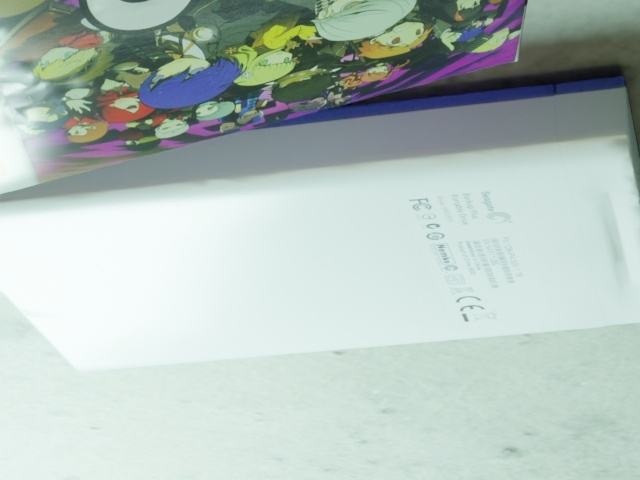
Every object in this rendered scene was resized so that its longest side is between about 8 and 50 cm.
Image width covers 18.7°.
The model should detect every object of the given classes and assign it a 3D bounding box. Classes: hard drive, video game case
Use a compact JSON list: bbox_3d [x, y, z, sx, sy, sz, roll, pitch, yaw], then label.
[{"bbox_3d":[0.000,0.000,0.954,0.319,0.040,0.210,-6,154,12],"label":"hard drive"},{"bbox_3d":[-0.037,-0.095,0.671,0.232,0.042,0.210,-15,159,-5],"label":"video game case"}]
